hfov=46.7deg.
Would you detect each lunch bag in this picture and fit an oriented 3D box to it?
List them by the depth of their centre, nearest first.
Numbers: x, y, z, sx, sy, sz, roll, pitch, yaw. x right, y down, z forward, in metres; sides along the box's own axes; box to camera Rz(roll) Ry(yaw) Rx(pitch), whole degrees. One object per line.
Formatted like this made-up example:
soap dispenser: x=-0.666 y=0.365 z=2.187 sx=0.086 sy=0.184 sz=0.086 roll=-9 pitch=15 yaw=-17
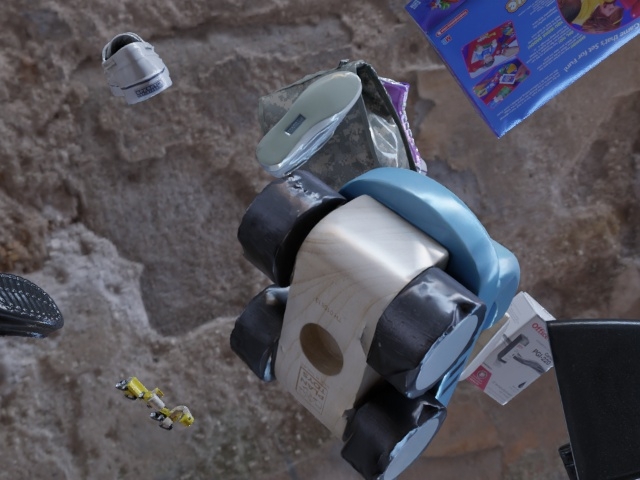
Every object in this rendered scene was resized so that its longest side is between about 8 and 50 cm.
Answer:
lunch bag: x=0.032 y=-0.189 z=1.431 sx=0.235 sy=0.169 sz=0.287 roll=-12 pitch=-74 yaw=33

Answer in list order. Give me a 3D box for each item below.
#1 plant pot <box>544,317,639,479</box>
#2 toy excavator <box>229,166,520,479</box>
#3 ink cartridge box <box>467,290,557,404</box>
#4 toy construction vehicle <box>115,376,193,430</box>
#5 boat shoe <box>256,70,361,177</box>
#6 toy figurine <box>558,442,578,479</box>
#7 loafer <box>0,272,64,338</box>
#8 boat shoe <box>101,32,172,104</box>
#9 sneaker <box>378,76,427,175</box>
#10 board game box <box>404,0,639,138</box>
plant pot: x=0.369 y=0.182 z=0.860 sx=0.188 sy=0.166 sz=0.188 roll=35 pitch=46 yaw=-66
toy excavator: x=0.130 y=0.081 z=0.869 sx=0.222 sy=0.445 sz=0.433 roll=38 pitch=-43 yaw=28
ink cartridge box: x=0.427 y=0.241 z=1.645 sx=0.158 sy=0.218 sz=0.092 roll=37 pitch=16 yaw=-28
toy construction vehicle: x=-0.220 y=0.215 z=0.996 sx=0.098 sy=0.035 sz=0.086 roll=-5 pitch=-51 yaw=53
boat shoe: x=-0.017 y=-0.199 z=1.288 sx=0.079 sy=0.227 sz=0.081 roll=44 pitch=-5 yaw=21
toy figurine: x=0.579 y=0.420 z=1.374 sx=0.209 sy=0.213 sz=0.148 roll=-32 pitch=-100 yaw=59
loafer: x=-0.414 y=0.085 z=0.884 sx=0.078 sy=0.220 sz=0.080 roll=-52 pitch=-130 yaw=16
boat shoe: x=-0.291 y=-0.270 z=1.129 sx=0.088 sy=0.096 sz=0.267 roll=65 pitch=-6 yaw=-23
sneaker: x=0.178 y=-0.261 z=1.663 sx=0.282 sy=0.161 sz=0.102 roll=36 pitch=3 yaw=-35
board game box: x=0.318 y=-0.328 z=0.987 sx=0.233 sy=0.347 sz=0.078 roll=42 pitch=17 yaw=-43
